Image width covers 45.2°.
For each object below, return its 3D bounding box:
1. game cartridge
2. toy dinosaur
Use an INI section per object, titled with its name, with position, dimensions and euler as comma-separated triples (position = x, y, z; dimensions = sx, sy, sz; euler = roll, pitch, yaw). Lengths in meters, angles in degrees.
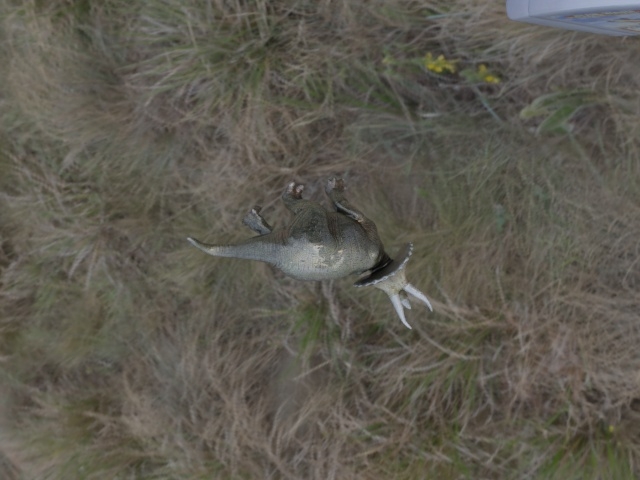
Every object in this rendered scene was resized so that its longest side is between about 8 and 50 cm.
[game cartridge]
position = 0.349, -0.257, 0.817
dimensions = 0.297, 0.198, 0.062
euler = 22, 114, 60
[toy dinosaur]
position = 0.000, 0.000, 0.947
dimensions = 0.160, 0.314, 0.121
euler = 49, 119, 48
